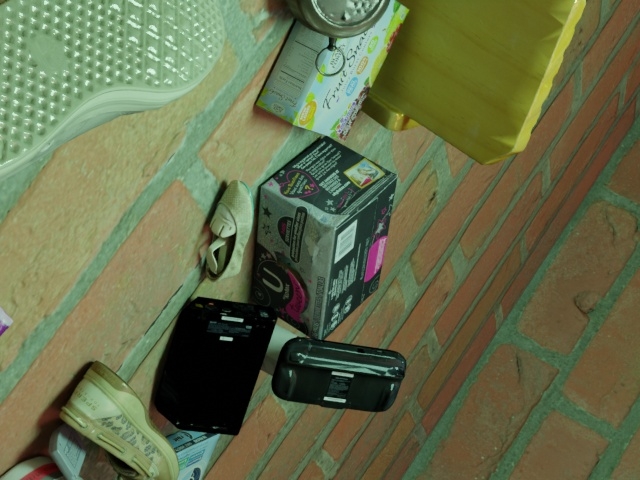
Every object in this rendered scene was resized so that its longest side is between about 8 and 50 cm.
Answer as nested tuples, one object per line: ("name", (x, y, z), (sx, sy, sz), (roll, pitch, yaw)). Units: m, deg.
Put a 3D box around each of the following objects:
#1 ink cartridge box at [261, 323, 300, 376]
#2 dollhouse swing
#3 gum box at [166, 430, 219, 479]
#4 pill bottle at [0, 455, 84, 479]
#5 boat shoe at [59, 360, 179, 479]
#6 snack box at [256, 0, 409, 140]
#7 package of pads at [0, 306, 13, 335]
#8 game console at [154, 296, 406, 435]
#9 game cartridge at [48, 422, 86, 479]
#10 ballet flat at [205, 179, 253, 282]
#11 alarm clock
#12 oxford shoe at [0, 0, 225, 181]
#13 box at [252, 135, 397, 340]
("ink cartridge box", (-0.073, 0.171, 1.745), (0.056, 0.135, 0.099), (-55, 159, -20))
("dollhouse swing", (0.248, -0.309, 1.610), (0.315, 0.305, 0.347), (-23, 137, -56))
("gum box", (-0.246, 0.389, 1.770), (0.157, 0.041, 0.184), (-14, 130, -61))
("pill bottle", (-0.273, 0.419, 1.371), (0.176, 0.318, 0.176), (-46, 153, -31))
("boat shoe", (-0.270, 0.265, 1.496), (0.089, 0.104, 0.285), (-46, 145, -21))
("snack box", (0.019, -0.248, 1.501), (0.207, 0.070, 0.174), (-64, 157, 8))
("package of pads", (-0.355, 0.078, 1.150), (0.050, 0.032, 0.083), (-49, 156, -18))
("game console", (-0.051, 0.201, 1.647), (0.044, 0.361, 0.213), (-111, -144, -57))
("game cartridge", (-0.319, 0.263, 1.407), (0.017, 0.056, 0.083), (-23, -165, 4))
("ballet flat", (-0.126, -0.006, 1.514), (0.052, 0.057, 0.168), (-29, 144, -36))
("alarm clock", (0.022, -0.293, 1.363), (0.129, 0.064, 0.192), (-2, 113, -21))
("oxford shoe", (-0.239, -0.159, 0.997), (0.130, 0.169, 0.449), (-21, -165, 37))
("box", (0.000, 0.000, 1.679), (0.163, 0.142, 0.247), (-41, 150, -37))
